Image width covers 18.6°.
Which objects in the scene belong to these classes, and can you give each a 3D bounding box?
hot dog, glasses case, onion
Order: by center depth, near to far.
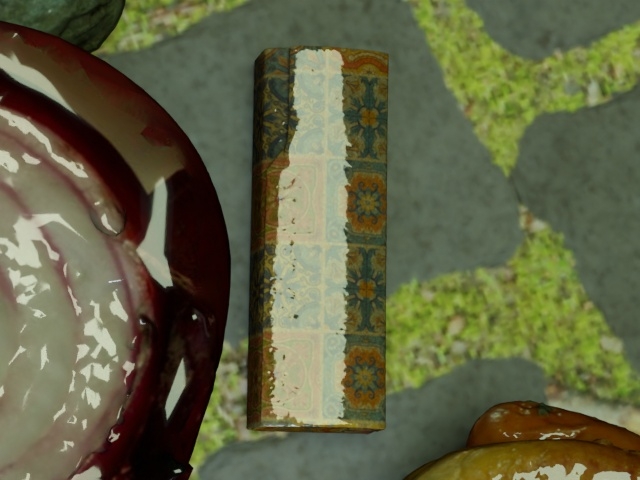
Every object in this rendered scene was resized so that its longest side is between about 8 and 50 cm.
[{"bbox_3d":[-0.212,0.062,0.932,0.341,0.341,0.341,2,81,-13],"label":"onion"},{"bbox_3d":[0.165,0.192,1.077,0.256,0.150,0.153,43,75,6],"label":"hot dog"},{"bbox_3d":[0.000,0.000,1.120,0.075,0.049,0.218,3,80,-13],"label":"glasses case"}]

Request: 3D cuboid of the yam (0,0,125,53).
[{"bbox_3d":[-0.263,-0.118,1.036,0.330,0.133,0.133,-12,84,-18],"label":"yam"}]
